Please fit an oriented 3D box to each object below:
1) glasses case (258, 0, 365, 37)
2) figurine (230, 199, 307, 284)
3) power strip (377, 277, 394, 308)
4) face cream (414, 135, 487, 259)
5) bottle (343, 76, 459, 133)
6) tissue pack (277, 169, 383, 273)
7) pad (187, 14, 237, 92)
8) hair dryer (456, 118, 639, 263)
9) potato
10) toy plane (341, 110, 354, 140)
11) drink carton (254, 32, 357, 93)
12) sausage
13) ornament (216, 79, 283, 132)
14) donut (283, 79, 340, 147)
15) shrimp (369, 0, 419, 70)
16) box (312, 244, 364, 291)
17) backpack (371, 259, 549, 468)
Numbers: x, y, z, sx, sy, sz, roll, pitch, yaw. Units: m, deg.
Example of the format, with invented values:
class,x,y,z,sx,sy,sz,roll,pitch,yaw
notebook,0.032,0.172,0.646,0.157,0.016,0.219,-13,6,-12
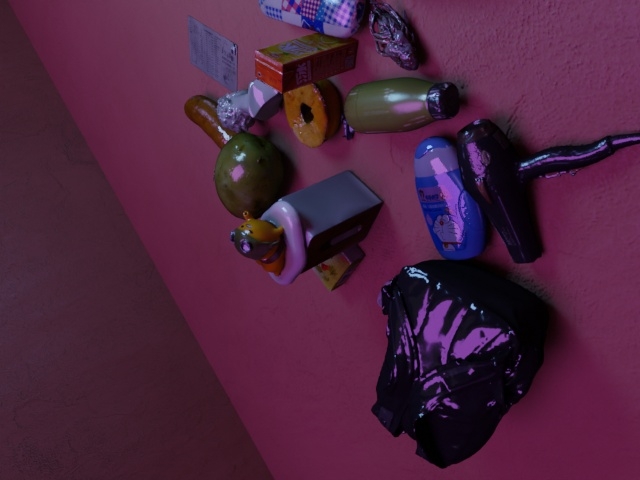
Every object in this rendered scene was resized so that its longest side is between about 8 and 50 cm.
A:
class,x,y,z,sx,sy,sz,roll,pitch,yaw
glasses case,-0.028,-0.545,1.227,0.327,0.076,0.125,32,123,36
figurine,-0.135,0.032,1.286,0.166,0.141,0.250,36,137,35
power strip,0.302,0.242,1.359,0.385,0.062,0.091,43,132,25
face cream,0.271,-0.093,1.152,0.149,0.083,0.264,-4,109,53
bottle,0.168,-0.281,1.130,0.260,0.112,0.112,11,121,50
tissue pack,0.010,-0.051,1.380,0.136,0.246,0.160,47,144,22
pad,-0.338,-0.576,1.686,0.265,0.009,0.160,39,141,31
hair dryer,0.425,-0.103,0.952,0.359,0.120,0.304,-13,111,46
potato,-0.213,-0.185,1.623,0.216,0.215,0.304,47,155,22
toy plane,0.069,-0.283,1.334,0.078,0.031,0.083,50,145,44
drink carton,-0.029,-0.400,1.207,0.096,0.222,0.071,38,141,32
sausage,-0.341,-0.379,1.746,0.270,0.108,0.109,44,142,24
ornament,-0.191,-0.382,1.518,0.285,0.130,0.121,-8,102,54
donut,-0.017,-0.333,1.375,0.174,0.074,0.190,19,132,44
shrimp,0.143,-0.424,1.105,0.073,0.074,0.190,70,177,-79
box,0.000,0.001,1.595,0.261,0.062,0.175,52,145,16
backpack,0.272,0.275,1.189,0.363,0.254,0.446,28,118,39
